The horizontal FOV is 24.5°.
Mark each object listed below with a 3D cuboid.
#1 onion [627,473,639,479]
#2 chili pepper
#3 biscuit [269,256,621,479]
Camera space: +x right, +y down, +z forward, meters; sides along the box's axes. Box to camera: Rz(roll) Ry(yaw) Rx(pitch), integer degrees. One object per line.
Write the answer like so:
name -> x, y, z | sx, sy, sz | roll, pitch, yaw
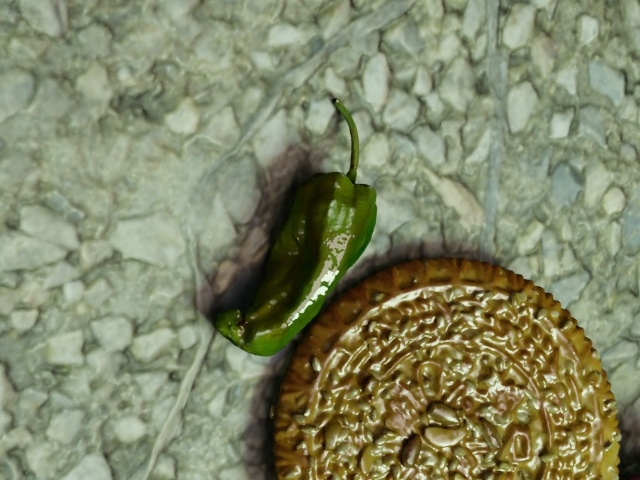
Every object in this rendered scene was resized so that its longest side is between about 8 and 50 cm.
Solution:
onion -> 0.338, 0.393, 1.279 | 0.358, 0.345, 0.358 | -18, 136, -19
chili pepper -> 0.000, 0.000, 1.119 | 0.073, 0.072, 0.204 | 35, 84, -30
biscuit -> 0.107, 0.162, 1.185 | 0.305, 0.038, 0.305 | 1, 85, -17
